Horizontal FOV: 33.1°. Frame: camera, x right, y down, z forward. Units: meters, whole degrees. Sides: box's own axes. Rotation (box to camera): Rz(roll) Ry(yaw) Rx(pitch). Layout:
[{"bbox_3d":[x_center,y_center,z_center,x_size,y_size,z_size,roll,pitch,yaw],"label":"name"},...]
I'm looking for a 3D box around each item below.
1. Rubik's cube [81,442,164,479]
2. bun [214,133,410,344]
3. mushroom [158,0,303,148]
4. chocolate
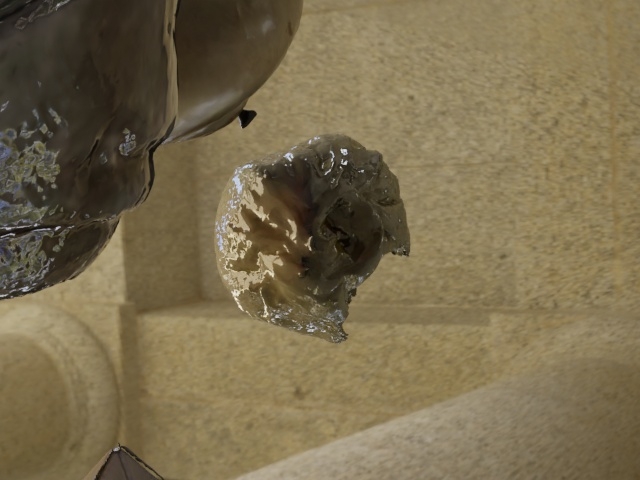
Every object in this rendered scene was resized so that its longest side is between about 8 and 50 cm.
[{"bbox_3d":[-0.249,0.427,1.287,0.231,0.221,0.224,42,-81,-7],"label":"Rubik's cube"},{"bbox_3d":[-0.010,-0.012,1.432,0.282,0.205,0.281,2,-98,-14],"label":"bun"},{"bbox_3d":[-0.183,-0.225,1.286,0.362,0.362,0.294,-2,-46,30],"label":"mushroom"},{"bbox_3d":[-0.196,-0.063,0.492,0.303,0.303,0.213,18,-36,28],"label":"chocolate"}]
